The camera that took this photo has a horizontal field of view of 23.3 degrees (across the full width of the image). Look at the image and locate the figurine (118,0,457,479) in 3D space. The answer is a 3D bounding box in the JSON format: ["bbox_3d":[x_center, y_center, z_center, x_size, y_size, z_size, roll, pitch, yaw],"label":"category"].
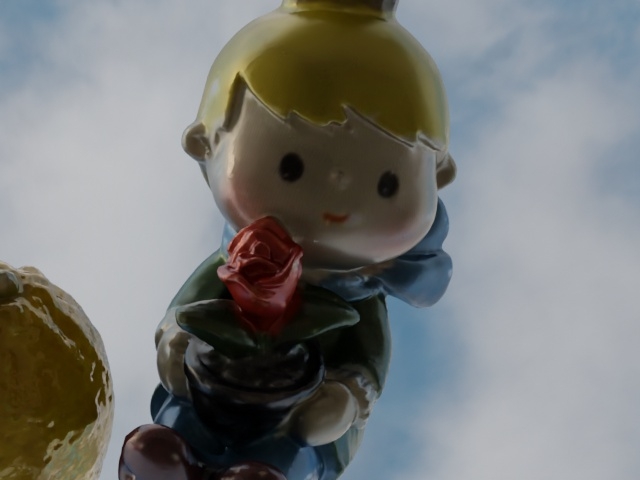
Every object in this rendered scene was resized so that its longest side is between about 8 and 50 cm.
[{"bbox_3d":[-0.014,-0.004,0.657,0.127,0.185,0.234,25,-64,12],"label":"figurine"}]

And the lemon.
[{"bbox_3d":[-0.149,0.073,0.697,0.114,0.155,0.114,5,-138,-4],"label":"lemon"}]
